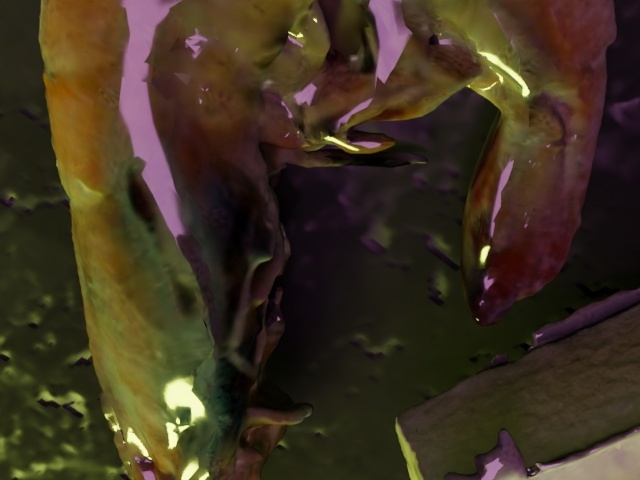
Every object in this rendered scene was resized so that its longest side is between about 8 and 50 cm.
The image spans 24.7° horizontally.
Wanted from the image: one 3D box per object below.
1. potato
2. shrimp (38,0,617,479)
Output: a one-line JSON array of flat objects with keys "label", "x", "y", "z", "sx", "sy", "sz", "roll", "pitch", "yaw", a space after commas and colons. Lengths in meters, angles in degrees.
[{"label": "potato", "x": 0.084, "y": 0.061, "z": 0.390, "sx": 0.122, "sy": 0.061, "sz": 0.086, "roll": -23, "pitch": 115, "yaw": -3}, {"label": "shrimp", "x": 0.000, "y": 0.001, "z": 0.384, "sx": 0.144, "sy": 0.052, "sz": 0.251, "roll": 1, "pitch": 121, "yaw": -4}]
